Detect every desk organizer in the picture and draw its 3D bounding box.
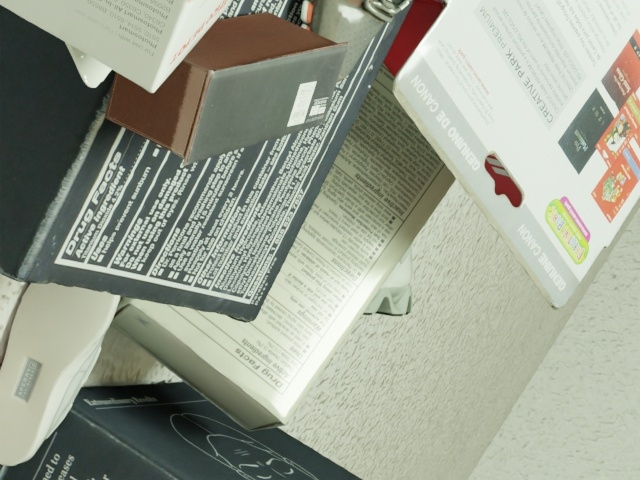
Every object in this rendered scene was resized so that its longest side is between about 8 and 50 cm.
[{"bbox_3d":[-0.043,-0.078,0.687,0.130,0.050,0.047,-24,136,-58],"label":"desk organizer"}]

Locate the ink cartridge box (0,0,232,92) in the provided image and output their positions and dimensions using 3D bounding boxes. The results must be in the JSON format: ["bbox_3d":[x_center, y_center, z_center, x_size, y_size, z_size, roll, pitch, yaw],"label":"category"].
[{"bbox_3d":[-0.073,-0.140,0.574,0.143,0.090,0.092,-60,179,40],"label":"ink cartridge box"}]

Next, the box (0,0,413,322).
[{"bbox_3d":[-0.099,-0.129,0.815,0.296,0.183,0.294,-64,160,2],"label":"box"}]

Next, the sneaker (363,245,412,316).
[{"bbox_3d":[0.000,0.000,1.366,0.330,0.122,0.146,0,98,-67],"label":"sneaker"}]

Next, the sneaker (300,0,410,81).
[{"bbox_3d":[0.042,-0.153,0.773,0.158,0.065,0.061,-66,158,6],"label":"sneaker"}]

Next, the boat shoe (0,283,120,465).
[{"bbox_3d":[-0.193,0.082,1.051,0.063,0.066,0.184,-39,151,-76],"label":"boat shoe"}]

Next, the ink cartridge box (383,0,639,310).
[{"bbox_3d":[0.149,-0.142,1.078,0.272,0.130,0.309,-55,135,-14],"label":"ink cartridge box"}]

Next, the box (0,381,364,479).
[{"bbox_3d":[-0.055,0.301,1.179,0.212,0.395,0.293,-63,159,6],"label":"box"}]

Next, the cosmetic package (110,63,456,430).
[{"bbox_3d":[-0.017,-0.013,1.169,0.309,0.160,0.113,-53,-171,-19],"label":"cosmetic package"}]
